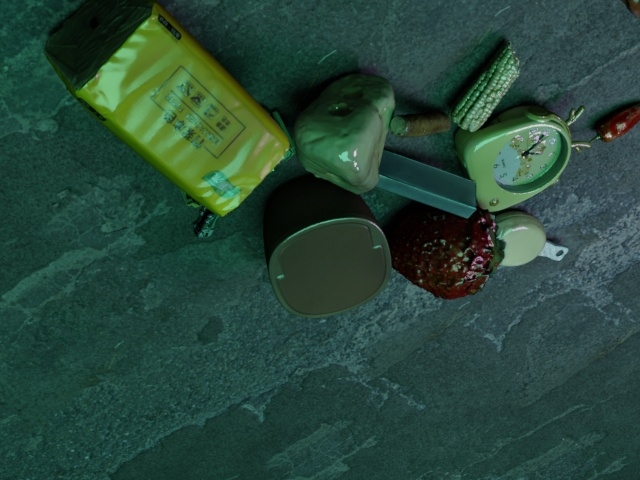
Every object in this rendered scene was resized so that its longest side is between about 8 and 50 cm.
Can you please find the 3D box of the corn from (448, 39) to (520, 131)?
[{"bbox_3d":[0.370,-0.331,1.868,0.087,0.087,0.211,25,119,-33],"label":"corn"}]

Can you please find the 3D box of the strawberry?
[{"bbox_3d":[0.283,0.025,2.047,0.288,0.238,0.250,8,125,20],"label":"strawberry"}]

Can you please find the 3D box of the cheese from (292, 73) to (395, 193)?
[{"bbox_3d":[0.048,-0.227,1.738,0.173,0.248,0.251,23,100,15],"label":"cheese"}]

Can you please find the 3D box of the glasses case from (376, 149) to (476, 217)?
[{"bbox_3d":[0.220,-0.128,1.925,0.266,0.105,0.056,19,131,-6],"label":"glasses case"}]

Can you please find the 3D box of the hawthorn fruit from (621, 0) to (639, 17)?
[{"bbox_3d":[0.671,-0.570,1.643,0.284,0.284,0.284,-9,131,-10],"label":"hawthorn fruit"}]

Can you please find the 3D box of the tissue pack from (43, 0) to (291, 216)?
[{"bbox_3d":[-0.282,-0.263,1.571,0.228,0.293,0.382,-48,129,1],"label":"tissue pack"}]

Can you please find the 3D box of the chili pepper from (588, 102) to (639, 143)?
[{"bbox_3d":[0.714,-0.281,2.042,0.191,0.050,0.059,-32,129,-5],"label":"chili pepper"}]

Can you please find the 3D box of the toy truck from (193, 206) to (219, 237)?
[{"bbox_3d":[-0.256,-0.045,1.946,0.044,0.039,0.083,7,126,-40],"label":"toy truck"}]

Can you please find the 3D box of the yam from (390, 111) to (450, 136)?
[{"bbox_3d":[0.220,-0.251,1.829,0.057,0.057,0.241,-54,161,26],"label":"yam"}]

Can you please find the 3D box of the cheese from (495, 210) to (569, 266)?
[{"bbox_3d":[0.547,-0.005,2.207,0.248,0.071,0.163,-3,131,-15],"label":"cheese"}]

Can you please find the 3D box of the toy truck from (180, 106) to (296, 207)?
[{"bbox_3d":[-0.177,-0.169,1.829,0.259,0.128,0.135,-31,157,7],"label":"toy truck"}]

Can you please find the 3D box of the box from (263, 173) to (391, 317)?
[{"bbox_3d":[0.000,0.000,1.947,0.301,0.216,0.301,-10,133,-10],"label":"box"}]

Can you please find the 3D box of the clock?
[{"bbox_3d":[0.480,-0.212,1.995,0.308,0.096,0.235,-23,131,2],"label":"clock"}]
